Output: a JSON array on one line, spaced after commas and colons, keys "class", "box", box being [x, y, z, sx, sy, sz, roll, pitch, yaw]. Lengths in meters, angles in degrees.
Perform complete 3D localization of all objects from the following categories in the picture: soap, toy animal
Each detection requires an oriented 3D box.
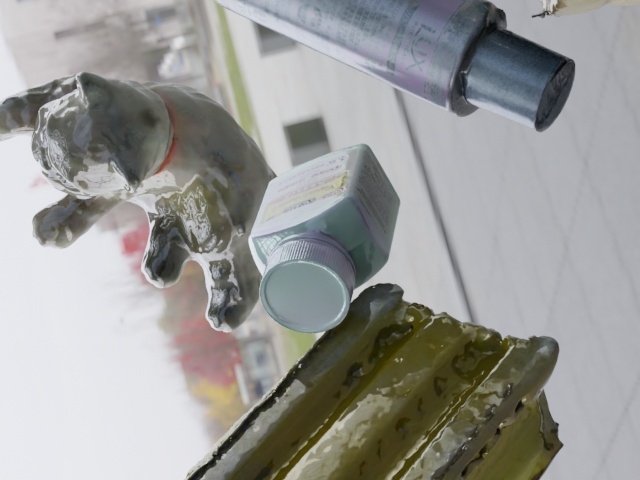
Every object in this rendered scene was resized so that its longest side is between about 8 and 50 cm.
[{"class": "soap", "box": [0.016, 0.132, 0.736, 0.135, 0.233, 0.076, 18, 142, 38]}, {"class": "toy animal", "box": [-0.152, -0.049, 1.407, 0.188, 0.266, 0.308, -26, 86, 61]}]

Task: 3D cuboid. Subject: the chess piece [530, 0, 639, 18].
[{"class": "chess piece", "box": [0.260, -0.190, 0.740, 0.137, 0.301, 0.137, -4, -90, -87]}]

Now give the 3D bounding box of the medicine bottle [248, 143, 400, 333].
[{"class": "medicine bottle", "box": [0.000, 0.000, 0.824, 0.055, 0.074, 0.118, 59, -155, -25]}]

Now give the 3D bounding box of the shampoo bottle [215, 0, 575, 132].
[{"class": "shampoo bottle", "box": [0.039, -0.123, 0.793, 0.214, 0.072, 0.072, 28, 155, 20]}]
